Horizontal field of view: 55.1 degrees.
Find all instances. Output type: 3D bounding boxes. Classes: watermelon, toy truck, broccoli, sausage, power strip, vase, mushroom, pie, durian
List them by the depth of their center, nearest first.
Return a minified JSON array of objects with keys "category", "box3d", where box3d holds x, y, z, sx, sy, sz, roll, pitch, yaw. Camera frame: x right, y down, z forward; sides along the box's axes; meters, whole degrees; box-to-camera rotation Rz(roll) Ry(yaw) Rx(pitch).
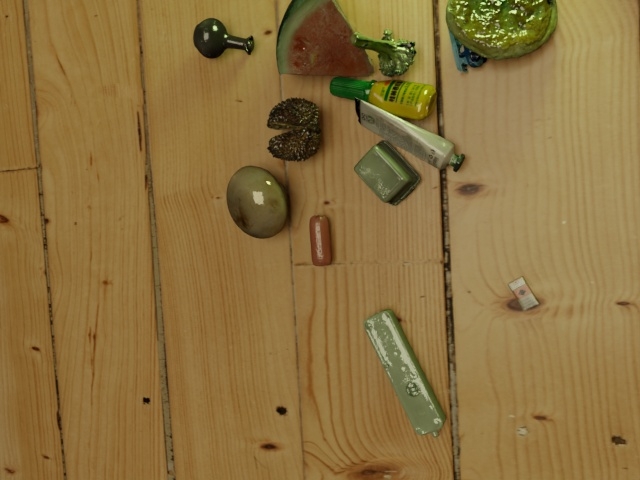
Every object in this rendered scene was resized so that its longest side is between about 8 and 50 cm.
[{"category":"pie","box3d":[0.457,-0.582,1.547,0.277,0.078,0.277,-2,77,10]},{"category":"toy truck","box3d":[0.388,-0.519,1.625,0.074,0.063,0.136,-14,84,40]},{"category":"broccoli","box3d":[0.161,-0.514,1.648,0.118,0.204,0.122,34,110,50]},{"category":"watermelon","box3d":[-0.005,-0.560,1.686,0.293,0.250,0.283,36,113,20]},{"category":"power strip","box3d":[0.246,0.384,1.761,0.091,0.062,0.385,-29,83,22]},{"category":"durian","box3d":[-0.071,-0.319,1.771,0.196,0.167,0.196,33,135,41]},{"category":"sausage","box3d":[0.000,0.000,1.831,0.062,0.062,0.154,-3,93,23]},{"category":"mushroom","box3d":[-0.181,-0.117,1.848,0.226,0.178,0.226,26,124,48]},{"category":"vase","box3d":[-0.293,-0.611,1.880,0.183,0.120,0.120,13,100,7]}]

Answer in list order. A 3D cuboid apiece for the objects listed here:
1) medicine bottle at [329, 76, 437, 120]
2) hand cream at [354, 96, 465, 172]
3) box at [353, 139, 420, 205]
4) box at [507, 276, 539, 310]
[{"category":"medicine bottle","box3d":[0.169,-0.406,1.713,0.309,0.076,0.111,16,64,25]},{"category":"hand cream","box3d":[0.237,-0.287,1.686,0.336,0.121,0.076,30,71,15]},{"category":"box","box3d":[0.179,-0.187,1.717,0.172,0.093,0.124,48,115,12]},{"category":"box","box3d":[0.542,0.142,1.641,0.046,0.012,0.083,-33,83,23]}]
